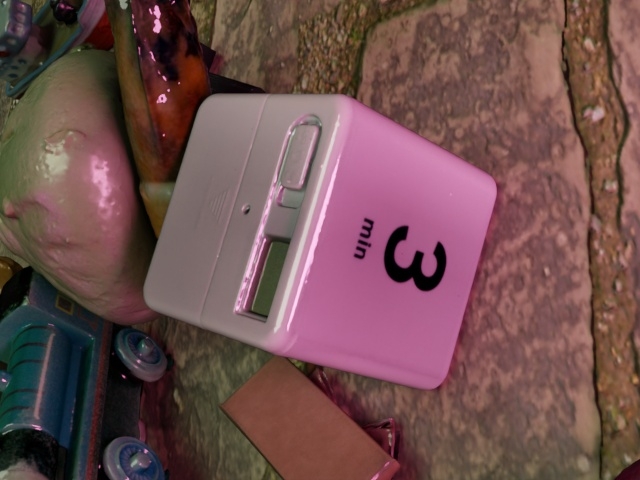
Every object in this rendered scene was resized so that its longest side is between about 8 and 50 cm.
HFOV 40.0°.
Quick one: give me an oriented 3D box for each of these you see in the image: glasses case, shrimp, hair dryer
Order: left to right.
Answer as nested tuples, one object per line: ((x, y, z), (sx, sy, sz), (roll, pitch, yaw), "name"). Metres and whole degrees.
((-0.137, -0.151, 0.845), (0.085, 0.445, 0.272), (-8, 38, 0), "shrimp")
((-0.132, -0.171, 1.045), (0.219, 0.071, 0.124), (21, 92, 40), "hair dryer")
((0.004, 0.173, 0.768), (0.102, 0.070, 0.193), (-42, 39, -11), "glasses case")

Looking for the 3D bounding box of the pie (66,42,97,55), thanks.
((-0.327, -0.115, 1.191), (0.323, 0.070, 0.323), (-17, 70, 57), "pie")

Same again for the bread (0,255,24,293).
((-0.480, 0.184, 1.195), (0.195, 0.148, 0.344), (13, 84, 48), "bread")

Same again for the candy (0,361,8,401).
((-0.408, 0.199, 0.991), (0.135, 0.320, 0.180), (4, 74, 42), "candy")

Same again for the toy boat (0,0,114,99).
((-0.398, -0.342, 1.330), (0.331, 0.133, 0.145), (-28, 55, 36), "toy boat")

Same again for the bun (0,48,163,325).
((-0.248, -0.050, 0.926), (0.187, 0.293, 0.293), (-7, 65, 8), "bun")

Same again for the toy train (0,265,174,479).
((-0.261, 0.172, 0.904), (0.120, 0.194, 0.298), (-43, 32, 21), "toy train")

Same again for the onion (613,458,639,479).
((0.221, 0.189, 0.454), (0.207, 0.200, 0.201), (106, 151, -48), "onion")

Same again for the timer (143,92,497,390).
((0.000, 0.000, 0.732), (0.194, 0.195, 0.192), (11, 83, 47), "timer")

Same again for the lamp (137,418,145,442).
((-0.187, 0.248, 0.940), (0.198, 0.056, 0.050), (29, 99, 51), "lamp")
